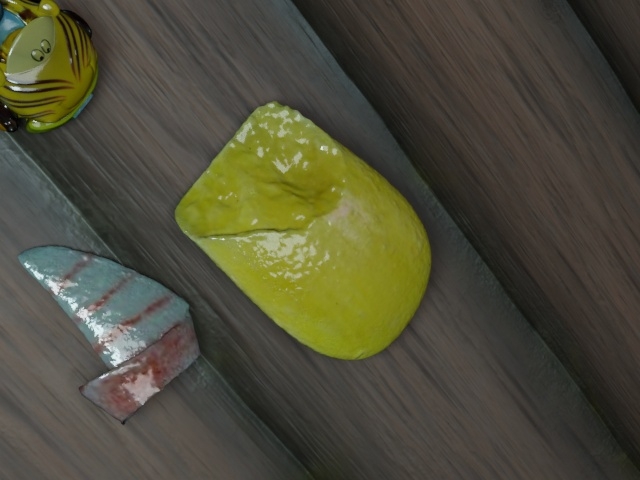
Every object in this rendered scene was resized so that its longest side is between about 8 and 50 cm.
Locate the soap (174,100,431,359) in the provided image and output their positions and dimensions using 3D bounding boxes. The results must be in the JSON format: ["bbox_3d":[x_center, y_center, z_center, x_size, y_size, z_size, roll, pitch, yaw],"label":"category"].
[{"bbox_3d":[0.001,-0.001,1.378,0.427,0.115,0.306,40,69,-19],"label":"soap"}]

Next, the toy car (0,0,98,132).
[{"bbox_3d":[-0.418,-0.267,1.171,0.247,0.142,0.200,35,74,-18],"label":"toy car"}]

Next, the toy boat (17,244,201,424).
[{"bbox_3d":[-0.311,0.105,1.252,0.206,0.096,0.282,-42,93,-28],"label":"toy boat"}]
